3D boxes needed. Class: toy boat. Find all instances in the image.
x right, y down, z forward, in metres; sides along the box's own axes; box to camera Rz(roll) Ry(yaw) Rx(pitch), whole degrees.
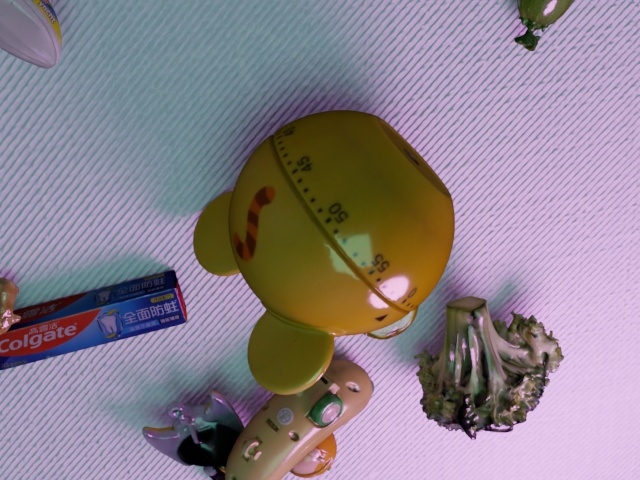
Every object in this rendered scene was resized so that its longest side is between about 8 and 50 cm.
[{"bbox_3d":[-0.445,-0.357,1.366,0.269,0.141,0.141,39,106,-26],"label":"toy boat"}]

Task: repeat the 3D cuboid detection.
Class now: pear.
[{"bbox_3d":[0.099,0.097,1.740,0.141,0.104,0.141,-1,97,-5],"label":"pear"}]

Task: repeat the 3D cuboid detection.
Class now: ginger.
[{"bbox_3d":[-0.577,0.095,1.603,0.193,0.052,0.176,-6,86,-9],"label":"ginger"}]

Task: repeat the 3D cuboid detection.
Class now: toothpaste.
[{"bbox_3d":[-0.385,0.131,1.683,0.320,0.066,0.076,-15,121,-3],"label":"toothpaste"}]

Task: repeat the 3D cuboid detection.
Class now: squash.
[{"bbox_3d":[0.366,-0.458,1.482,0.101,0.101,0.379,11,118,-17],"label":"squash"}]

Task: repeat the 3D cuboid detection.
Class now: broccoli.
[{"bbox_3d":[0.284,0.212,1.763,0.263,0.247,0.243,-7,117,19],"label":"broccoli"}]

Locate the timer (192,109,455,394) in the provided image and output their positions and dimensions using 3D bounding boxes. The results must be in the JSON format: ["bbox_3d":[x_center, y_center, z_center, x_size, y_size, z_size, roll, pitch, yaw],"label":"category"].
[{"bbox_3d":[0.000,0.000,1.531,0.387,0.376,0.376,-40,119,13],"label":"timer"}]

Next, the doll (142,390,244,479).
[{"bbox_3d":[-0.180,0.372,1.837,0.145,0.103,0.316,-12,135,27],"label":"doll"}]

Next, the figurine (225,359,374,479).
[{"bbox_3d":[-0.037,0.345,1.810,0.324,0.124,0.222,-47,146,-6],"label":"figurine"}]
